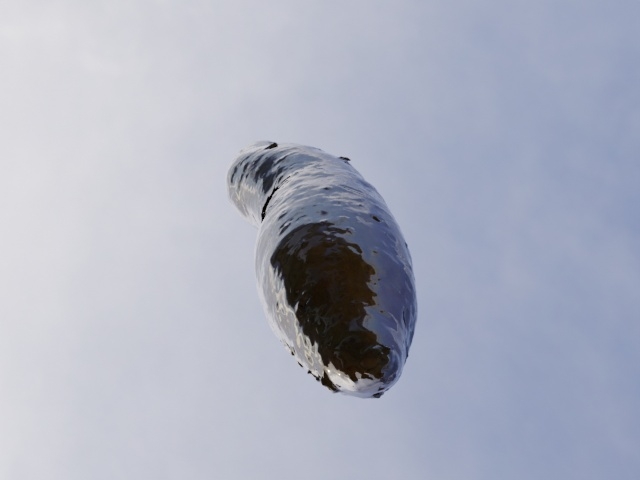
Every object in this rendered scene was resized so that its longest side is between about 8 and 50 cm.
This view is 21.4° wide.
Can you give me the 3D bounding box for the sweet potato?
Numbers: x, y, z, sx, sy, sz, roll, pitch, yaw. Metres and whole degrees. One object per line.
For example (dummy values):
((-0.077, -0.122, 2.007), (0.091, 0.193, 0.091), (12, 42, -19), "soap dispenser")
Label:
((0.001, 0.001, 0.609), (0.057, 0.057, 0.264), (-44, -164, 6), "sweet potato")
